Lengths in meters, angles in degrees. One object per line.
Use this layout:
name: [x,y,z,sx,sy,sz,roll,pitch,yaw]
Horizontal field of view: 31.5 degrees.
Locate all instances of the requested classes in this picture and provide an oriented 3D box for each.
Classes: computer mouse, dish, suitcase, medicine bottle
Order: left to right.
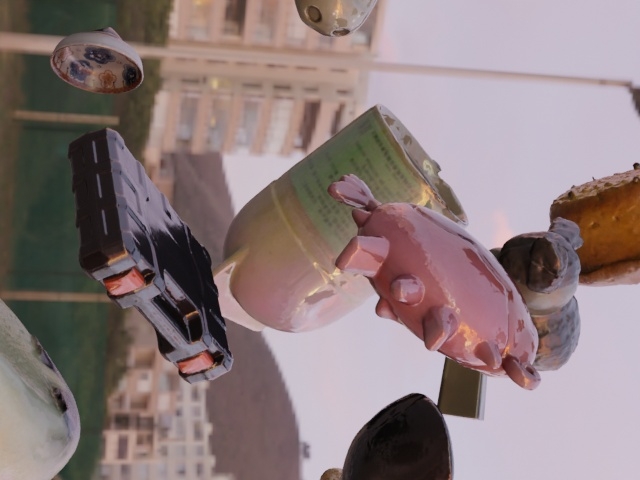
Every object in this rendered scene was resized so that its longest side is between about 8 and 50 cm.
dish: [-0.336,-0.292,1.730,0.141,0.141,0.078,122,-25,-65]
suitcase: [-0.197,0.022,1.330,0.286,0.066,0.206,59,11,-49]
medicine bottle: [0.000,0.000,1.744,0.406,0.236,0.236,-37,-147,13]
computer mouse: [0.070,0.273,1.333,0.264,0.088,0.147,113,-30,-53]

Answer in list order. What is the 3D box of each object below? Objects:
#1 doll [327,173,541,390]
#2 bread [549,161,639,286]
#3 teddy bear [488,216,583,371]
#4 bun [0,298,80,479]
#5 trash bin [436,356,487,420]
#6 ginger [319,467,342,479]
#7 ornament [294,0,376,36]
doll: [0.097,0.030,0.963,0.262,0.211,0.093,45,-72,25]
bread: [0.524,-0.024,1.950,0.340,0.179,0.195,-17,-89,45]
teddy bear: [0.306,0.056,1.626,0.171,0.144,0.251,-49,144,-44]
bun: [-0.355,0.125,0.991,0.293,0.187,0.293,46,-8,9]
trash bin: [0.195,0.195,1.541,0.043,0.060,0.092,36,61,-66]
ginger: [0.101,0.458,1.579,0.334,0.147,0.081,61,-1,2]
ornament: [0.031,-0.251,0.977,0.156,0.074,0.081,-63,-157,5]
